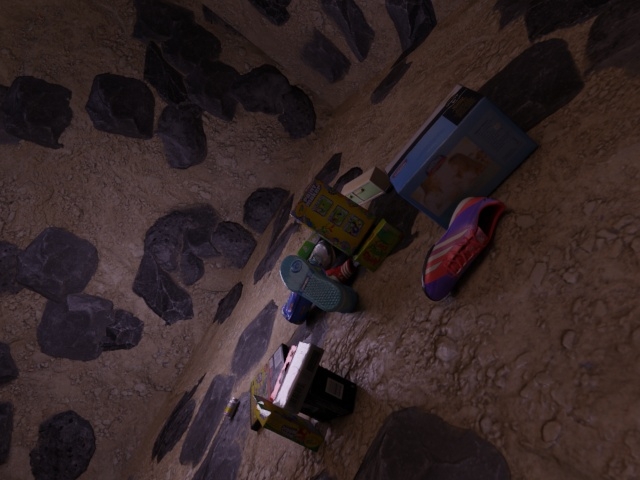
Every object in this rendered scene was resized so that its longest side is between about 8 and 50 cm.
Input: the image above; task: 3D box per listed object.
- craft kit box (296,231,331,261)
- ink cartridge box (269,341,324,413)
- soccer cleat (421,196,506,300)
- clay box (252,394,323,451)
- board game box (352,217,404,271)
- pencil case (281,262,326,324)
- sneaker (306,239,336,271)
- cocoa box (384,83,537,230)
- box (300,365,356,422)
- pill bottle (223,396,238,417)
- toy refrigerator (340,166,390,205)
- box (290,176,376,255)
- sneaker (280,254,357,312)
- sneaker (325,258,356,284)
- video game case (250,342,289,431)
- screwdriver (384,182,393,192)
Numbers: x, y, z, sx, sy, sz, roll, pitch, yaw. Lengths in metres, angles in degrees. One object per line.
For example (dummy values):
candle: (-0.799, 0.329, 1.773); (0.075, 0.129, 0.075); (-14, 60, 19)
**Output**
craft kit box: (0.000, 0.000, 1.939); (0.250, 0.061, 0.246); (-55, -18, -7)
ink cartridge box: (-0.093, 0.394, 1.228); (0.232, 0.066, 0.189); (-14, 47, 58)
soccer cleat: (0.374, 0.019, 1.096); (0.318, 0.109, 0.116); (-58, 22, -12)
clay box: (-0.110, 0.546, 1.248); (0.053, 0.222, 0.127); (-61, 18, -11)
board game box: (0.212, 0.019, 1.520); (0.181, 0.092, 0.043); (-52, 20, 13)
pencil case: (-0.076, 0.226, 1.726); (0.133, 0.119, 0.306); (-45, -17, -47)
sneaker: (-0.025, 0.126, 1.815); (0.122, 0.110, 0.283); (-30, -30, -49)
cocoa box: (0.404, -0.248, 1.254); (0.347, 0.231, 0.228); (-50, 20, 21)
box: (-0.004, 0.457, 1.233); (0.158, 0.156, 0.093); (-39, 26, 43)
pill bottle: (-0.412, 0.773, 1.923); (0.043, 0.043, 0.083); (-27, 34, 56)
toy refrigerator: (0.205, -0.242, 1.964); (0.269, 0.102, 0.094); (-22, 38, 59)
box: (0.053, -0.083, 1.660); (0.177, 0.279, 0.290); (-57, -3, 0)
sneaker: (0.000, 0.175, 1.553); (0.319, 0.208, 0.127); (36, 95, 35)
sneaker: (0.085, 0.138, 1.716); (0.128, 0.087, 0.221); (-37, 11, -8)
video game case: (-0.208, 0.597, 1.715); (0.248, 0.035, 0.275); (-53, 19, 11)
screwdriver: (0.341, -0.272, 1.806); (0.170, 0.024, 0.025); (-47, -9, 9)
